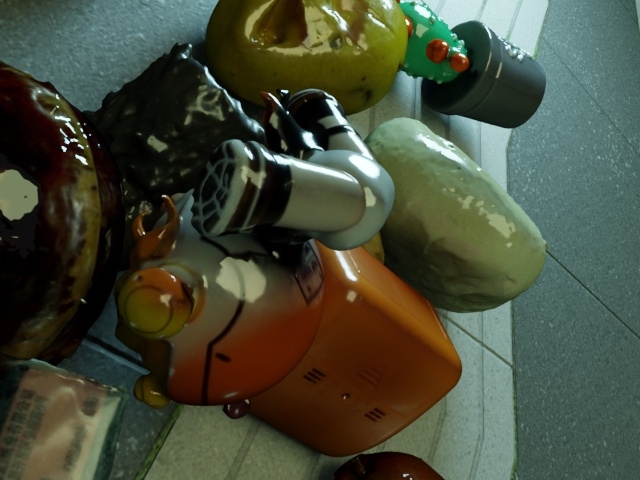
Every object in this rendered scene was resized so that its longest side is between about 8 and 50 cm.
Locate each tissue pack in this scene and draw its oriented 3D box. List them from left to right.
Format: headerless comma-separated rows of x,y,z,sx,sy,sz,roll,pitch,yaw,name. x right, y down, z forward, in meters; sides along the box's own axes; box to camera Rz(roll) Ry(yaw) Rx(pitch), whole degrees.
-0.241,0.267,0.507,0.103,0.228,0.316,19,65,-16,tissue pack

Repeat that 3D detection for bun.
0.188,-0.022,1.086,0.361,0.213,0.361,45,5,-5,bun

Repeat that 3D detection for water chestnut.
-0.308,-0.011,0.544,0.300,0.300,0.300,18,63,-39,water chestnut

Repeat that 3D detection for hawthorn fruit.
0.097,0.361,0.887,0.202,0.185,0.185,57,45,-8,hawthorn fruit

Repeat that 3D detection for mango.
-0.019,-0.306,1.041,0.365,0.182,0.253,-24,95,-35,mango

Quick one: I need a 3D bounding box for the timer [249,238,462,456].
0.010,0.150,0.853,0.257,0.250,0.161,38,16,-29,timer

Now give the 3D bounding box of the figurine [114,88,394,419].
-0.075,0.028,0.646,0.196,0.323,0.320,37,31,1,figurine

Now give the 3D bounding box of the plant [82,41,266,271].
-0.177,-0.093,0.778,0.234,0.204,0.178,-49,139,3,plant

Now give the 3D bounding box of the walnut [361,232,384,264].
0.000,0.000,0.942,0.206,0.159,0.159,35,52,-20,walnut

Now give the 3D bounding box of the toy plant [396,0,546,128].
0.242,-0.350,1.300,0.400,0.185,0.279,15,52,-31,toy plant
